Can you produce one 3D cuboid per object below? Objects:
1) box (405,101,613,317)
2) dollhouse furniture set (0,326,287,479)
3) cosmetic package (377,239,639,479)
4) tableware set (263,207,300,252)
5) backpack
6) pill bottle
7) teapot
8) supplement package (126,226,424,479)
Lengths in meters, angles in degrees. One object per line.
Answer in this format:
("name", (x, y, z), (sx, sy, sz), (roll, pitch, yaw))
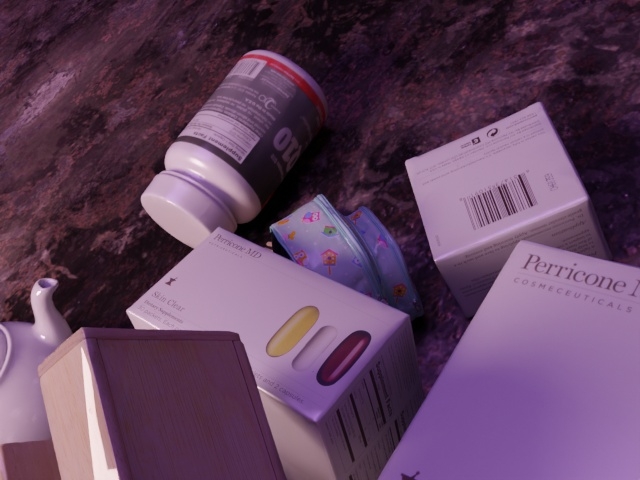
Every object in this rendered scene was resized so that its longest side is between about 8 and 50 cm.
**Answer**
("box", (0.215, -0.036, 1.028), (0.181, 0.119, 0.182), (-23, 43, 13))
("dollhouse furniture set", (-0.207, 0.278, 0.743), (0.394, 0.362, 0.256), (-38, 61, 33))
("cosmetic package", (0.189, 0.238, 0.766), (0.230, 0.161, 0.453), (15, 61, 40))
("tableware set", (0.000, 0.000, 1.205), (0.154, 0.024, 0.104), (14, 57, 41))
("backpack", (0.026, 0.040, 1.027), (0.144, 0.188, 0.166), (-34, 41, 0))
("pill bottle", (-0.125, -0.128, 1.296), (0.161, 0.161, 0.283), (15, 62, 40))
("teapot", (-0.449, 0.205, 1.178), (0.252, 0.187, 0.256), (-12, 48, 24))
("supplement package", (-0.039, 0.139, 0.923), (0.262, 0.204, 0.145), (23, 54, 34))
